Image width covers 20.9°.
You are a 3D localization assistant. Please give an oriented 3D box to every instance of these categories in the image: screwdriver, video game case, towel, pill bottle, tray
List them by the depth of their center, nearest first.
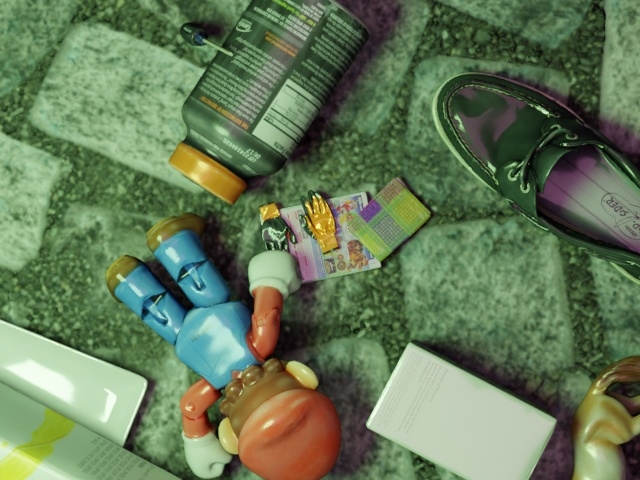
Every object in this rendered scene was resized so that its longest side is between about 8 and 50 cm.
[{"bbox_3d":[-0.124,-0.213,1.876,0.025,0.170,0.024,-28,113,-7],"label":"screwdriver"},{"bbox_3d":[-0.064,-0.161,1.882,0.130,0.130,0.245,34,91,4],"label":"pill bottle"},{"bbox_3d":[0.077,-0.023,1.921,0.083,0.009,0.060,-44,93,-7],"label":"towel"},{"bbox_3d":[0.000,0.000,1.933,0.122,0.011,0.087,-12,87,4],"label":"video game case"},{"bbox_3d":[-0.339,0.172,1.941,0.270,0.030,0.145,22,91,4],"label":"tray"}]

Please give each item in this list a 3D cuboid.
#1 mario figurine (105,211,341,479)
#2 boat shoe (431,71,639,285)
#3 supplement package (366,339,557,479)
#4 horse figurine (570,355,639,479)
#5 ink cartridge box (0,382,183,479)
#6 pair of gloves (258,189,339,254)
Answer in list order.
[{"bbox_3d":[-0.092,0.132,1.901,0.170,0.198,0.320,-27,74,-41],"label":"mario figurine"},{"bbox_3d":[0.264,-0.069,1.865,0.340,0.113,0.127,43,92,4],"label":"boat shoe"},{"bbox_3d":[0.152,0.194,1.870,0.179,0.105,0.105,27,90,5],"label":"supplement package"},{"bbox_3d":[0.329,0.238,1.877,0.174,0.066,0.263,5,91,-2],"label":"horse figurine"},{"bbox_3d":[-0.374,0.309,1.855,0.385,0.160,0.279,27,100,3],"label":"ink cartridge box"},{"bbox_3d":[-0.025,-0.014,1.923,0.083,0.010,0.074,-17,87,4],"label":"pair of gloves"}]
